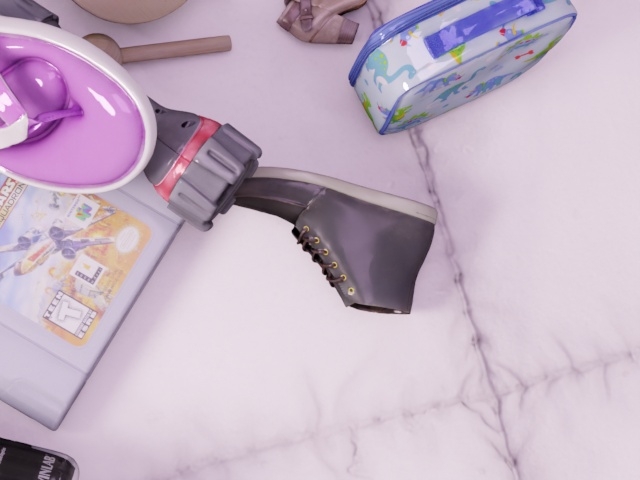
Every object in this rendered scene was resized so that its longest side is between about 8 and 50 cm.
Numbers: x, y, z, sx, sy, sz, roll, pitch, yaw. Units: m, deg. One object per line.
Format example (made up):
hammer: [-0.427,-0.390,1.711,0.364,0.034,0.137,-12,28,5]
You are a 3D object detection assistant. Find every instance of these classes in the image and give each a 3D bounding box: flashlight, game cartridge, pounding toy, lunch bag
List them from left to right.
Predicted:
game cartridge: [-0.268,0.013,1.841,0.198,0.062,0.297,31,76,-4]
flashlight: [-0.205,-0.133,1.804,0.304,0.103,0.103,36,44,3]
pounding toy: [-0.204,-0.292,1.905,0.183,0.110,0.237,-18,110,-22]
lunch bag: [0.143,-0.198,1.877,0.219,0.176,0.090,-26,82,-11]

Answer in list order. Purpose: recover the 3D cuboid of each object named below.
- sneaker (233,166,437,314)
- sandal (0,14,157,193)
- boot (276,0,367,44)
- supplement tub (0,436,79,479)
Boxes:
sneaker: [0.000,0.000,1.863,0.222,0.083,0.118,13,81,-2]
sandal: [-0.351,-0.141,1.762,0.416,0.169,0.102,22,35,16]
boot: [0.007,-0.260,1.943,0.087,0.042,0.118,20,75,-1]
supplement tub: [-0.392,0.254,1.698,0.316,0.193,0.193,14,76,-3]
